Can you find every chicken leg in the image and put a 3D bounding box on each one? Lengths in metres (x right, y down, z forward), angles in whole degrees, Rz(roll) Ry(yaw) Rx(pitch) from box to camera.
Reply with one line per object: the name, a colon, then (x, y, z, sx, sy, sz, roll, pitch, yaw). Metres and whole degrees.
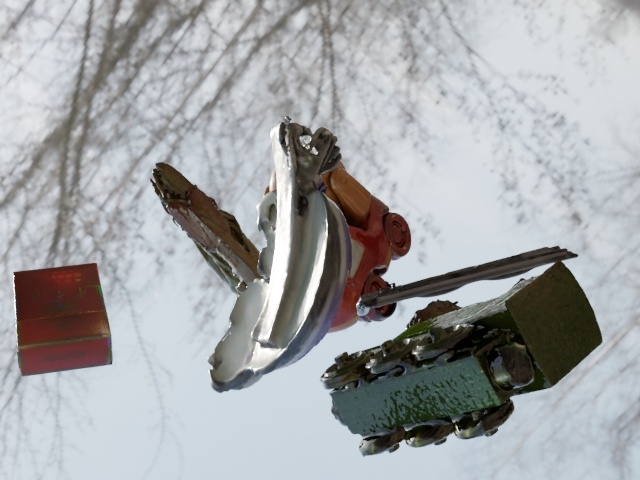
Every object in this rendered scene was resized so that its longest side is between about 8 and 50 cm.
chicken leg: (0.161, 0.082, 1.176, 0.037, 0.145, 0.062, 54, -152, -49)

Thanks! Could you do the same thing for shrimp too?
shrimp: (-0.106, 0.011, 1.230, 0.267, 0.061, 0.145, 52, 177, 10)

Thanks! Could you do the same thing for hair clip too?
hair clip: (-0.024, 0.012, 0.671, 0.049, 0.172, 0.116, 14, 169, -24)

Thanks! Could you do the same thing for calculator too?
calculator: (0.178, 0.050, 1.374, 0.166, 0.274, 0.028, 83, 173, -85)

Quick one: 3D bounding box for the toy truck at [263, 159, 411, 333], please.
toy truck: (0.000, 0.000, 1.684, 0.239, 0.189, 0.265, 42, -130, -36)

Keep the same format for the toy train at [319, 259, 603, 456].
toy train: (0.101, 0.098, 0.854, 0.137, 0.225, 0.090, -31, -86, -37)

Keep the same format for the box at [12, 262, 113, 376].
box: (-0.322, 0.093, 1.343, 0.112, 0.048, 0.175, -6, -149, -16)
